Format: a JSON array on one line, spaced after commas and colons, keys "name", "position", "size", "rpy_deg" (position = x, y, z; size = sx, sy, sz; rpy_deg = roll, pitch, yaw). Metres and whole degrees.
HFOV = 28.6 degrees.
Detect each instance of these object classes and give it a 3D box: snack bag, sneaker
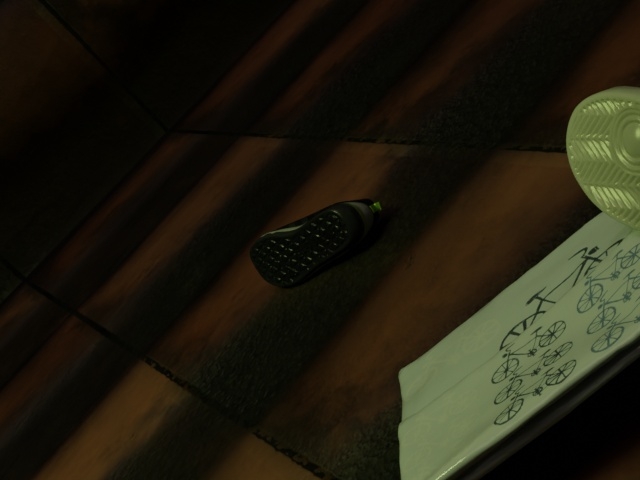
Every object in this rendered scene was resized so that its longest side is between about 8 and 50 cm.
[{"name": "snack bag", "position": [0.193, 0.095, 1.196], "size": [0.323, 0.037, 0.342], "rpy_deg": [-41, 10, 15]}, {"name": "sneaker", "position": [0.000, 0.000, 1.811], "size": [0.235, 0.084, 0.097], "rpy_deg": [-22, 6, 42]}, {"name": "sneaker", "position": [0.381, -0.068, 1.100], "size": [0.148, 0.131, 0.350], "rpy_deg": [-14, 22, -36]}]
